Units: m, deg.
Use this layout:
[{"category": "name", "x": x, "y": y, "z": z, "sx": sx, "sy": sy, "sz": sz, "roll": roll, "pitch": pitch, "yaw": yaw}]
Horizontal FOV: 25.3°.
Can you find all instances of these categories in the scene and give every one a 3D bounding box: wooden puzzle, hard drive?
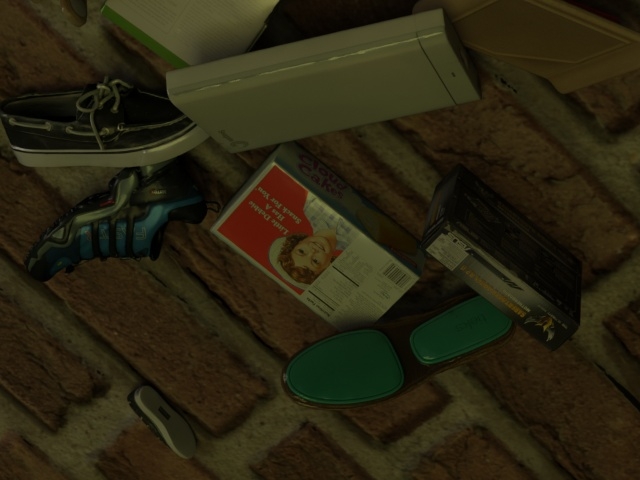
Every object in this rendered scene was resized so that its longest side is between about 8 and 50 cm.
[{"category": "wooden puzzle", "x": 0.257, "y": -0.260, "z": 1.731, "sx": 0.239, "sy": 0.221, "sz": 0.044, "roll": 23, "pitch": 76, "yaw": -19}, {"category": "hard drive", "x": 0.011, "y": -0.197, "z": 1.816, "sx": 0.353, "sy": 0.233, "sz": 0.047, "roll": -11, "pitch": 73, "yaw": 15}]

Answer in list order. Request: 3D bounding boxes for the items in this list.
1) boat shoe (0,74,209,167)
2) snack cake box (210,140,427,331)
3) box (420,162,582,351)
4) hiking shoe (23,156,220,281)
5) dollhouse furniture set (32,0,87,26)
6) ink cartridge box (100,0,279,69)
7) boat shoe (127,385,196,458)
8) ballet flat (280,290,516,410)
[{"category": "boat shoe", "x": -0.296, "y": -0.173, "z": 1.949, "sx": 0.306, "sy": 0.113, "sz": 0.105, "roll": 1, "pitch": 133, "yaw": 22}, {"category": "snack cake box", "x": 0.000, "y": 0.000, "z": 1.992, "sx": 0.264, "sy": 0.089, "sz": 0.152, "roll": 39, "pitch": 120, "yaw": -9}, {"category": "box", "x": 0.245, "y": 0.020, "z": 1.897, "sx": 0.231, "sy": 0.183, "sz": 0.056, "roll": 38, "pitch": 117, "yaw": -10}, {"category": "hiking shoe", "x": -0.295, "y": -0.008, "z": 2.028, "sx": 0.304, "sy": 0.113, "sz": 0.132, "roll": -34, "pitch": 98, "yaw": 25}, {"category": "dollhouse furniture set", "x": -0.225, "y": -0.436, "z": 1.670, "sx": 0.356, "sy": 0.173, "sz": 0.303, "roll": -23, "pitch": 144, "yaw": 20}, {"category": "ink cartridge box", "x": -0.133, "y": -0.348, "z": 1.831, "sx": 0.189, "sy": 0.097, "sz": 0.255, "roll": 35, "pitch": 117, "yaw": -8}, {"category": "boat shoe", "x": -0.248, "y": 0.285, "z": 2.224, "sx": 0.040, "sy": 0.049, "sz": 0.142, "roll": -21, "pitch": 111, "yaw": 42}, {"category": "ballet flat", "x": 0.109, "y": 0.161, "z": 1.995, "sx": 0.342, "sy": 0.124, "sz": 0.116, "roll": -22, "pitch": 76, "yaw": -8}]
